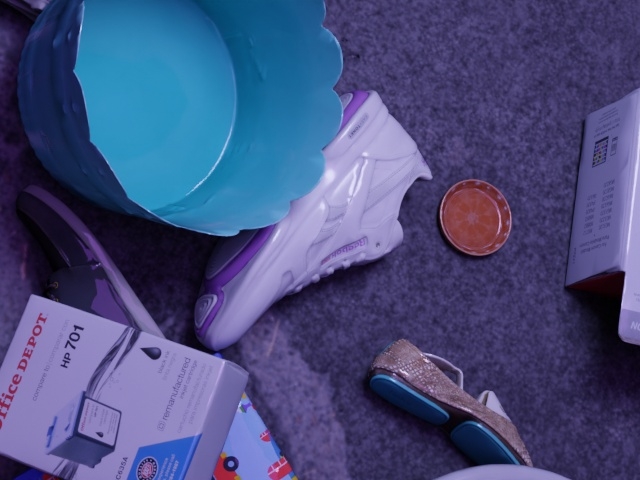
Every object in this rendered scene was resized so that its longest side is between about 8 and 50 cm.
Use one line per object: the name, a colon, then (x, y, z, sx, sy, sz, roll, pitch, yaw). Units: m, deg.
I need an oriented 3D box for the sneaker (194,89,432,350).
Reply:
sneaker: (0.000, 0.000, 1.277, 0.152, 0.114, 0.305, 44, 76, -21)

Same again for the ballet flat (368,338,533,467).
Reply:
ballet flat: (0.144, 0.168, 1.316, 0.206, 0.073, 0.067, 38, 56, -11)

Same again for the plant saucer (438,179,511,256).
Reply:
plant saucer: (0.165, -0.024, 1.389, 0.083, 0.013, 0.084, 4, 77, -18)

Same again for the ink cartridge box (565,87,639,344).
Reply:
ink cartridge box: (0.436, 0.010, 1.408, 0.309, 0.130, 0.272, 13, 77, -15)

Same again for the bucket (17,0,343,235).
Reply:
bucket: (-0.133, -0.142, 1.191, 0.281, 0.183, 0.281, -2, 93, -33)

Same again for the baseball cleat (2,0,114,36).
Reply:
baseball cleat: (-0.281, -0.268, 1.263, 0.205, 0.072, 0.109, 26, 73, -12)

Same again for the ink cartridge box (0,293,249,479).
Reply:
ink cartridge box: (-0.177, 0.143, 1.098, 0.190, 0.082, 0.140, 17, 79, 16)

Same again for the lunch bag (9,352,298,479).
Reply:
lunch bag: (-0.161, 0.271, 1.179, 0.293, 0.138, 0.221, -32, 88, -7)

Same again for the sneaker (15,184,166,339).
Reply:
sneaker: (-0.241, 0.061, 1.204, 0.118, 0.083, 0.222, -36, 89, -16)

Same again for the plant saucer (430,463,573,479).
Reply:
plant saucer: (0.159, 0.417, 1.243, 0.400, 0.100, 0.401, 3, 81, -22)
